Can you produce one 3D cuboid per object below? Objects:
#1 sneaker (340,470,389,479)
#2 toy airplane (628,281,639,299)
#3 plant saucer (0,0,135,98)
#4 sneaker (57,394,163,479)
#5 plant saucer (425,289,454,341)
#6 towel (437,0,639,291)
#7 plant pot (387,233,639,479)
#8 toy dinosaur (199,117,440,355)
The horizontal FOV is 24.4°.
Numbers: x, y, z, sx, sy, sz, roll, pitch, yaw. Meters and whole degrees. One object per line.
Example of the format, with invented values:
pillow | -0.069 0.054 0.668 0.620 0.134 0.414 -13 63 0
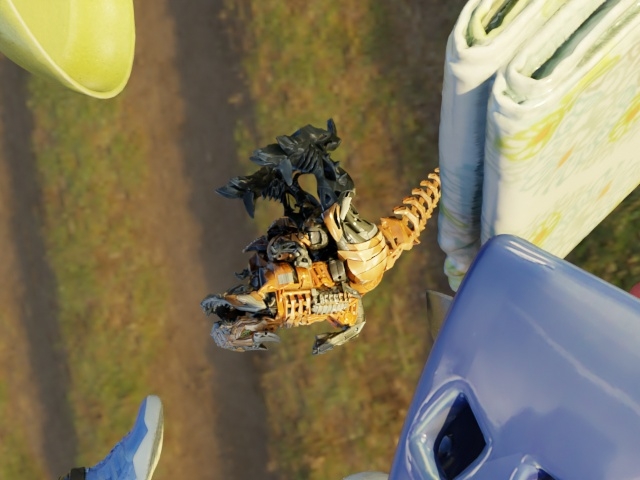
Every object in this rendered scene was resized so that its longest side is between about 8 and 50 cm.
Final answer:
sneaker | 0.048 0.211 0.742 0.114 0.305 0.152 41 114 -16
toy airplane | 0.373 0.281 1.482 0.384 0.272 0.386 47 133 33
plant saucer | -0.156 -0.181 0.728 0.037 0.241 0.241 -15 88 11
sneaker | -0.195 0.207 1.348 0.058 0.085 0.152 90 -170 -66
plant saucer | 0.205 0.119 1.015 0.311 0.311 0.050 21 86 49
towel | 0.206 -0.129 1.005 0.090 0.320 0.374 44 167 19
plant pot | 0.144 0.163 0.515 0.236 0.236 0.212 32 93 44
toy dinosaur | 0.000 0.000 1.596 0.164 0.322 0.218 -34 85 41
